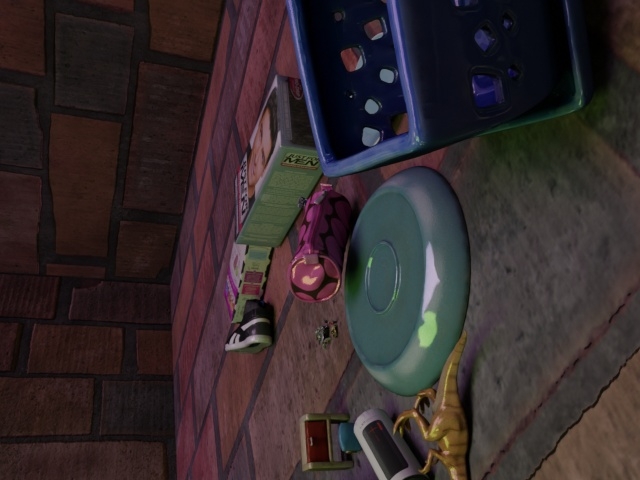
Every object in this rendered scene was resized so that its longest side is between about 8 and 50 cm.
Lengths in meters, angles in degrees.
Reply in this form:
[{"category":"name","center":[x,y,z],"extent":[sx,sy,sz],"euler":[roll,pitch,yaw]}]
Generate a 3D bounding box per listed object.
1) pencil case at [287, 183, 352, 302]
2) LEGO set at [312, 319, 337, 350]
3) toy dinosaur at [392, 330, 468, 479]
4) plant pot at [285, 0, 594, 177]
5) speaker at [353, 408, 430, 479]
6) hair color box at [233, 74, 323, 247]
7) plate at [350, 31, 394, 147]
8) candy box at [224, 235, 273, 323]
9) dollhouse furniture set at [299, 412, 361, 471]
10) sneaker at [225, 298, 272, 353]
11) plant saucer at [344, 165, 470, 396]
[{"category":"pencil case","center":[0.000,0.000,0.974],"extent":[0.209,0.095,0.098],"euler":[-81,-2,-55]},{"category":"LEGO set","center":[0.005,0.165,1.106],"extent":[0.083,0.023,0.054],"euler":[119,150,-48]},{"category":"toy dinosaur","center":[0.142,0.195,0.694],"extent":[0.112,0.064,0.211],"euler":[0,94,52]},{"category":"plant pot","center":[0.110,-0.199,0.586],"extent":[0.236,0.212,0.236],"euler":[-179,78,-70]},{"category":"speaker","center":[0.090,0.279,0.796],"extent":[0.136,0.055,0.055],"euler":[-128,47,-63]},{"category":"hair color box","center":[-0.094,-0.155,1.336],"extent":[0.374,0.113,0.185],"euler":[125,145,-53]},{"category":"plate","center":[0.089,-0.233,0.981],"extent":[0.188,0.024,0.188],"euler":[-175,90,-70]},{"category":"candy box","center":[-0.190,0.078,1.599],"extent":[0.159,0.071,0.233],"euler":[-121,41,-60]},{"category":"dollhouse furniture set","center":[0.002,0.342,0.910],"extent":[0.129,0.129,0.183],"euler":[126,144,-55]},{"category":"sneaker","center":[-0.171,0.209,1.520],"extent":[0.217,0.079,0.121],"euler":[-30,53,56]},{"category":"plant saucer","center":[0.099,0.053,0.851],"extent":[0.317,0.044,0.317],"euler":[-175,90,-70]}]
